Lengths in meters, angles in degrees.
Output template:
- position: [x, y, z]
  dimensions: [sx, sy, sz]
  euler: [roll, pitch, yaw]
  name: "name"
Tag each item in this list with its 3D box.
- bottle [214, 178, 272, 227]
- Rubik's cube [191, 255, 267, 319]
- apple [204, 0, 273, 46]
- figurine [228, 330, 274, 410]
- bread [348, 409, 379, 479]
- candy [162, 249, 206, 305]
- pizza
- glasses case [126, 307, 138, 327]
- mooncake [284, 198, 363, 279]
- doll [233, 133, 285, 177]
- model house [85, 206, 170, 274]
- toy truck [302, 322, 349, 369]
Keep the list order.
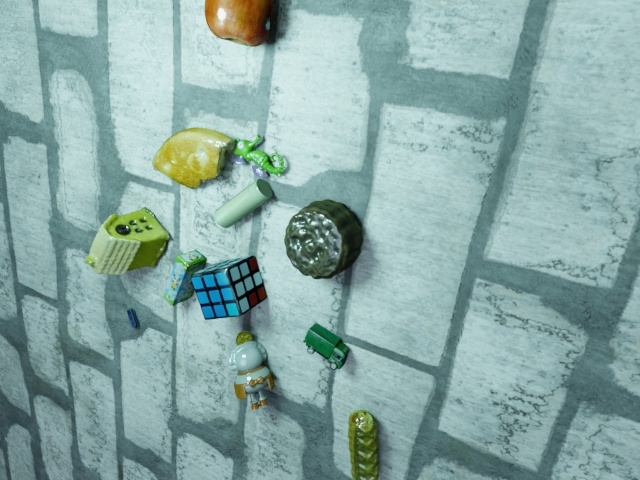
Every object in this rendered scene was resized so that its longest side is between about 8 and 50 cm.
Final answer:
- position: [-0.245, -0.115, 1.325]
  dimensions: [0.201, 0.072, 0.072]
  euler: [-30, 91, 29]
  name: "bottle"
- position: [-0.298, 0.153, 1.379]
  dimensions: [0.160, 0.163, 0.162]
  euler: [-10, 99, 28]
  name: "Rubik's cube"
- position: [-0.211, -0.617, 1.110]
  dimensions: [0.199, 0.199, 0.200]
  euler: [7, 108, 23]
  name: "apple"
- position: [-0.240, 0.451, 1.456]
  dimensions: [0.143, 0.143, 0.272]
  euler: [0, 106, 25]
  name: "figurine"
- position: [0.140, 0.673, 1.366]
  dimensions: [0.087, 0.098, 0.270]
  euler: [-8, 106, -16]
  name: "bread"
- position: [-0.485, 0.133, 1.500]
  dimensions: [0.062, 0.097, 0.195]
  euler: [36, 116, 15]
  name: "candy"
- position: [-0.408, -0.263, 1.347]
  dimensions: [0.365, 0.074, 0.182]
  euler: [-12, 115, 35]
  name: "pizza"
- position: [-0.772, 0.318, 1.732]
  dimensions: [0.033, 0.023, 0.084]
  euler: [-9, 99, 33]
  name: "glasses case"
- position: [0.000, 0.000, 1.214]
  dimensions: [0.228, 0.124, 0.229]
  euler: [8, 109, 25]
  name: "mooncake"
- position: [-0.188, -0.255, 1.270]
  dimensions: [0.190, 0.050, 0.115]
  euler: [34, 123, 11]
  name: "doll"
- position: [-0.691, 0.018, 1.485]
  dimensions: [0.175, 0.234, 0.193]
  euler: [44, 120, 8]
  name: "model house"
- position: [0.021, 0.339, 1.337]
  dimensions: [0.147, 0.065, 0.079]
  euler: [32, 112, 16]
  name: "toy truck"
